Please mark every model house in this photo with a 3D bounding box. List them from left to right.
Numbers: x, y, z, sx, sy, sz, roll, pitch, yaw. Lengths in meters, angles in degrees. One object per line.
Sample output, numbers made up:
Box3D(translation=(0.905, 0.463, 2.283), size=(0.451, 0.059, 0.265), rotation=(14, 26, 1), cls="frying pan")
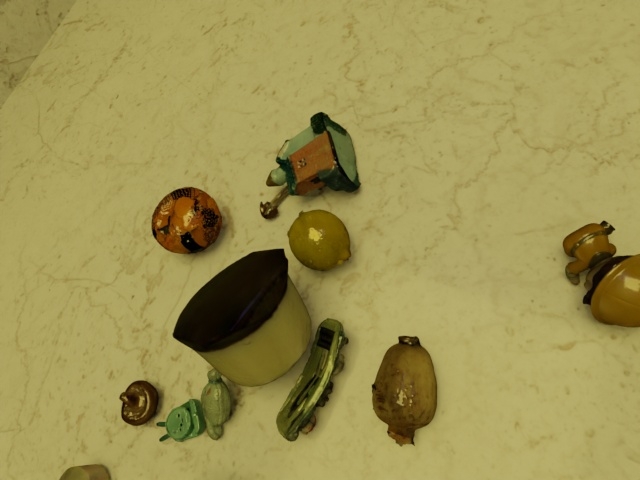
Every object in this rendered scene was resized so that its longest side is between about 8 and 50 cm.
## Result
Box3D(translation=(-0.043, -0.238, 1.361), size=(0.291, 0.184, 0.253), rotation=(-22, 64, 20), cls="model house")

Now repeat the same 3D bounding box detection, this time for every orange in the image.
Box3D(translation=(-0.441, -0.066, 1.401), size=(0.235, 0.182, 0.234), rotation=(-9, 71, 26), cls="orange")

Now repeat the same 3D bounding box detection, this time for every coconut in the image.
Box3D(translation=(-0.671, 0.693, 1.180), size=(0.116, 0.122, 0.116), rotation=(-7, 66, 15), cls="coconut")

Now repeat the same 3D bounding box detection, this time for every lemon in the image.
Box3D(translation=(0.000, 0.000, 1.232), size=(0.206, 0.173, 0.173), rotation=(36, 82, 24), cls="lemon")

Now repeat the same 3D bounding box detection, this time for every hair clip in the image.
Box3D(translation=(-0.006, 0.370, 1.119), size=(0.091, 0.138, 0.321), rotation=(32, 76, -18), cls="hair clip")

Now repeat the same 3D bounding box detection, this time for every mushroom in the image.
Box3D(translation=(-0.538, 0.481, 1.252), size=(0.109, 0.085, 0.126), rotation=(16, 67, -13), cls="mushroom")
Box3D(translation=(-0.129, -0.146, 1.403), size=(0.060, 0.061, 0.187), rotation=(38, 79, 29), cls="mushroom")

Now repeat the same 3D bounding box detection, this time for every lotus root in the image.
Box3D(translation=(0.203, 0.358, 1.027), size=(0.155, 0.140, 0.256), rotation=(2, 62, 12), cls="lotus root")

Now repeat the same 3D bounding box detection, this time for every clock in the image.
Box3D(translation=(-0.400, 0.524, 1.209), size=(0.135, 0.041, 0.101), rotation=(-28, 62, 5), cls="clock")

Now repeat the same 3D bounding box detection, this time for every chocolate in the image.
Box3D(translation=(-0.163, 0.222, 1.114), size=(0.326, 0.297, 0.314), rotation=(-13, 34, 48), cls="chocolate")

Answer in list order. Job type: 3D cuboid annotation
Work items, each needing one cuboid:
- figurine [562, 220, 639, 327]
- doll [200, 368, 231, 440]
Box3D(translation=(0.678, 0.077, 0.978), size=(0.192, 0.167, 0.256), rotation=(-39, 58, 15), cls="figurine")
Box3D(translation=(-0.289, 0.443, 1.164), size=(0.103, 0.072, 0.213), rotation=(26, 116, 58), cls="doll")
